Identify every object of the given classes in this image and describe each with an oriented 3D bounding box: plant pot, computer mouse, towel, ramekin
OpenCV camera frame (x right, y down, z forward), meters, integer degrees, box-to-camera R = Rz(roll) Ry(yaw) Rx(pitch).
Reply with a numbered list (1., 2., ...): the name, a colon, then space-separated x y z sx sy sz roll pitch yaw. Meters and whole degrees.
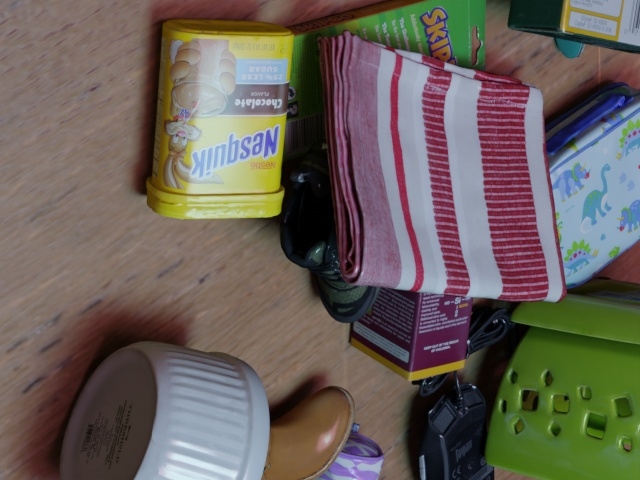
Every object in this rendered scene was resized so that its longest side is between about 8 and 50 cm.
1. plant pot: 0.341 0.159 1.689 0.227 0.228 0.207 -6 102 -51
2. computer mouse: 0.168 0.198 1.712 0.184 0.060 0.262 -38 130 -35
3. towel: 0.129 -0.062 1.441 0.329 0.037 0.237 7 73 -46
4. ramekin: -0.150 0.190 1.357 0.109 0.207 0.207 23 94 -33

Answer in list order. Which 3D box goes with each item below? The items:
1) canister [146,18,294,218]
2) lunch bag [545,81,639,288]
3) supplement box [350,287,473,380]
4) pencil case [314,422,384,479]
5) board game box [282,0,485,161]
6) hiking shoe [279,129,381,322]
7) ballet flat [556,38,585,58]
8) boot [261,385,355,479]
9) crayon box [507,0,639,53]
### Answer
1. canister: -0.090 -0.111 1.346 0.126 0.073 0.170 -2 109 -24
2. lunch bag: 0.305 -0.067 1.673 0.219 0.090 0.176 -35 128 -22
3. supplement box: 0.100 0.036 1.547 0.080 0.104 0.188 -10 115 -36
4. pencil case: 0.002 0.301 1.603 0.088 0.086 0.206 16 98 -7
5. board game box: 0.058 -0.170 1.470 0.259 0.039 0.124 -18 120 -28
6. hiking shoe: 0.000 0.000 1.444 0.114 0.086 0.227 -38 137 -36
7. ballet flat: 0.271 -0.251 1.601 0.041 0.041 0.114 -35 128 -21
8. boot: -0.054 0.203 1.493 0.197 0.073 0.152 -46 150 -9
9. crayon box: 0.310 -0.362 1.527 0.203 0.083 0.323 4 97 -39
